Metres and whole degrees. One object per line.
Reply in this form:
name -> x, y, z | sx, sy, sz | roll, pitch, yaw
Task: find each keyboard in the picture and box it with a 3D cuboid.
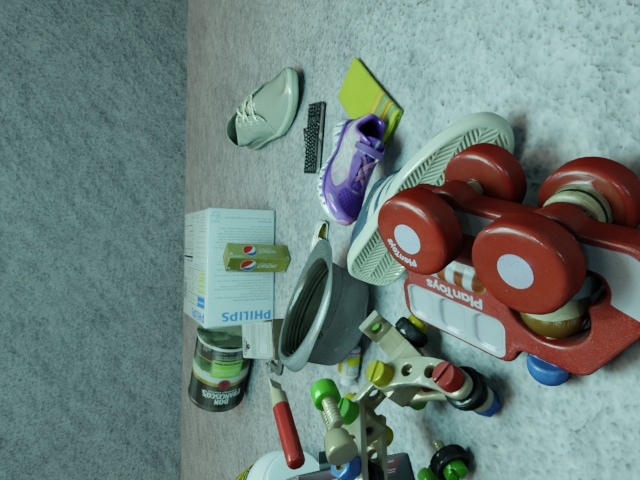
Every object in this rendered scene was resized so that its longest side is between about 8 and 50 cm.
keyboard -> -0.024, -0.264, 1.214 | 0.108, 0.023, 0.180 | 17, 103, 63

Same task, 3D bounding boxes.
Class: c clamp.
c clamp -> -0.144, 0.340, 1.429 | 0.137, 0.022, 0.160 | -148, 62, -61

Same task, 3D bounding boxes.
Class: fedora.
fedora -> 0.017, 0.147, 0.959 | 0.244, 0.125, 0.275 | -148, 79, -74

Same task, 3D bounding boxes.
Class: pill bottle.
pill bottle -> 0.060, 0.263, 0.987 | 0.043, 0.044, 0.083 | 23, 109, 62
pill bottle -> -0.114, 0.636, 1.163 | 0.334, 0.188, 0.187 | -57, 40, 47

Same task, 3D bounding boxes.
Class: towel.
towel -> 0.098, -0.283, 0.969 | 0.102, 0.021, 0.237 | -63, 35, 36

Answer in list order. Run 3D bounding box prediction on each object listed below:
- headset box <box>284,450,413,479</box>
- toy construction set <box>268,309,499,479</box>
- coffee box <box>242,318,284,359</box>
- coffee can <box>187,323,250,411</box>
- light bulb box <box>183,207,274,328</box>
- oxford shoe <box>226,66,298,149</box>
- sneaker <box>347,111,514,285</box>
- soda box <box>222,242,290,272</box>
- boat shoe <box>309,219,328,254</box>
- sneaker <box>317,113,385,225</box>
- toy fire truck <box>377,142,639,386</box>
headset box -> 0.062, 0.498, 0.772 | 0.110, 0.218, 0.293 | -53, 44, 50
toy construction set -> 0.071, 0.225, 0.707 | 0.257, 0.309, 0.237 | -68, 27, 21
coffee box -> -0.101, 0.256, 1.212 | 0.247, 0.141, 0.098 | -24, 67, 61
coffee can -> -0.348, 0.427, 1.640 | 0.201, 0.202, 0.275 | 50, 132, 54
light bulb box -> -0.317, 0.082, 1.567 | 0.358, 0.226, 0.360 | 0, 90, 63
oxford shoe -> -0.187, -0.390, 1.440 | 0.449, 0.130, 0.169 | -17, 72, 62
sneaker -> 0.150, -0.082, 0.742 | 0.350, 0.131, 0.148 | -49, 23, 39
soda box -> -0.183, 0.050, 1.340 | 0.061, 0.182, 0.058 | -64, 35, 40
boat shoe -> 0.000, 0.000, 1.139 | 0.035, 0.035, 0.100 | -152, 73, -65
sneaker -> 0.067, -0.142, 0.859 | 0.105, 0.095, 0.236 | -17, 53, 47
toy fire truck -> 0.217, 0.041, 0.547 | 0.302, 0.169, 0.253 | 22, 136, 45
